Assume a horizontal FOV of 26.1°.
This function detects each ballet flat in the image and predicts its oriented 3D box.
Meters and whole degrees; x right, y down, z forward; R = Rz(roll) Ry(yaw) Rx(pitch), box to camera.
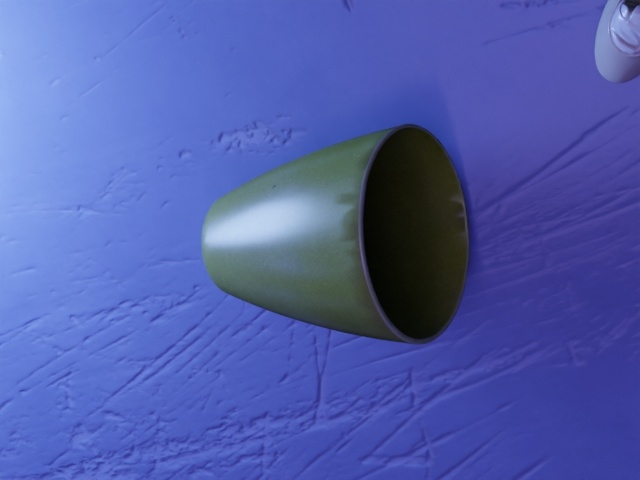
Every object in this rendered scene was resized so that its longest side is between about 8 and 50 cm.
[{"bbox_3d":[0.396,-0.298,1.658,0.086,0.086,0.248,25,113,6],"label":"ballet flat"}]

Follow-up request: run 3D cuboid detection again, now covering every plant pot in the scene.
[{"bbox_3d":[0.000,0.000,1.790,0.294,0.275,0.274,-4,108,33],"label":"plant pot"}]
